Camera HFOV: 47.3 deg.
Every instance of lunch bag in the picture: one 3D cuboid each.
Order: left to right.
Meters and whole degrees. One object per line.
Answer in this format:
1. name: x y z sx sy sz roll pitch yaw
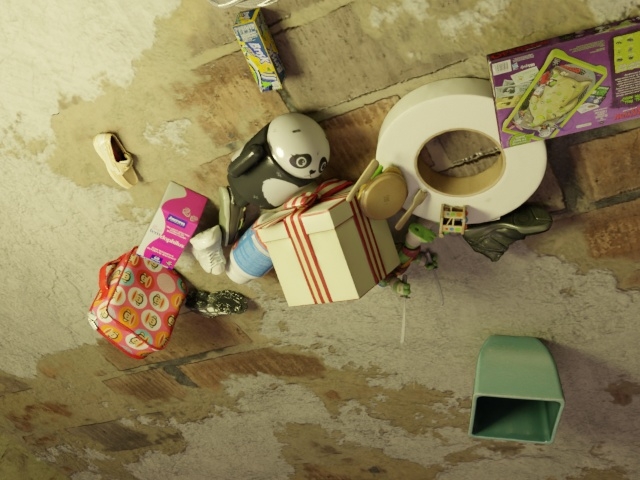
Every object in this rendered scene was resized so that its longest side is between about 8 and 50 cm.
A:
1. lunch bag: -0.527 0.164 2.085 0.120 0.293 0.258 -28 121 32

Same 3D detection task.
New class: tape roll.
1. tape roll: 0.323 -0.195 1.690 0.392 0.072 0.392 5 137 5

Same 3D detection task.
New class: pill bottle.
1. pill bottle: -0.170 0.029 1.991 0.124 0.124 0.221 31 133 -20

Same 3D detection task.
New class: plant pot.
1. plant pot: 0.568 0.420 2.160 0.248 0.252 0.247 2 137 9

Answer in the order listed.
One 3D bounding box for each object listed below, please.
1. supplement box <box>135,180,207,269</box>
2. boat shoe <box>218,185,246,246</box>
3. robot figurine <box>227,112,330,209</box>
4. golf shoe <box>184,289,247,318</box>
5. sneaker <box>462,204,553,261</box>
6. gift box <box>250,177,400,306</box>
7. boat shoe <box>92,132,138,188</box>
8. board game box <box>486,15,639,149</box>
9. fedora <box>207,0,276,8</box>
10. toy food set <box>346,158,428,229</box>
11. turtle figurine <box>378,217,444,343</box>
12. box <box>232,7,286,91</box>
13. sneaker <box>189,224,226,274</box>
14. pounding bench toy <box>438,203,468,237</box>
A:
1. supplement box: -0.403 -0.037 1.979 0.111 0.114 0.220 25 134 -13
2. boat shoe: -0.230 -0.062 1.939 0.069 0.081 0.227 -13 149 -17
3. robot figurine: -0.101 -0.178 1.718 0.173 0.209 0.278 44 129 -14
4. golf shoe: -0.315 0.199 2.251 0.198 0.077 0.094 7 152 10
5. sneaker: 0.474 -0.017 1.840 0.227 0.087 0.130 -10 135 25
6. gift box: 0.000 0.000 1.774 0.276 0.255 0.258 -10 105 33
7. boat shoe: -0.510 -0.201 1.861 0.059 0.063 0.170 -6 134 26
8. board game box: 0.523 -0.318 1.475 0.347 0.056 0.208 -12 121 9
9. fedora: -0.159 -0.536 1.386 0.244 0.124 0.275 30 134 -19
10. toy food set: 0.148 -0.109 1.706 0.192 0.038 0.132 29 103 -36
11. turtle figurine: 0.261 0.068 1.897 0.198 0.274 0.266 -9 141 -30
12. box: -0.128 -0.405 1.567 0.054 0.059 0.169 -6 135 19
13. sneaker: -0.290 0.033 1.973 0.115 0.090 0.232 60 167 4
14. pounding bench toy: 0.320 -0.040 1.764 0.065 0.052 0.083 4 137 7
